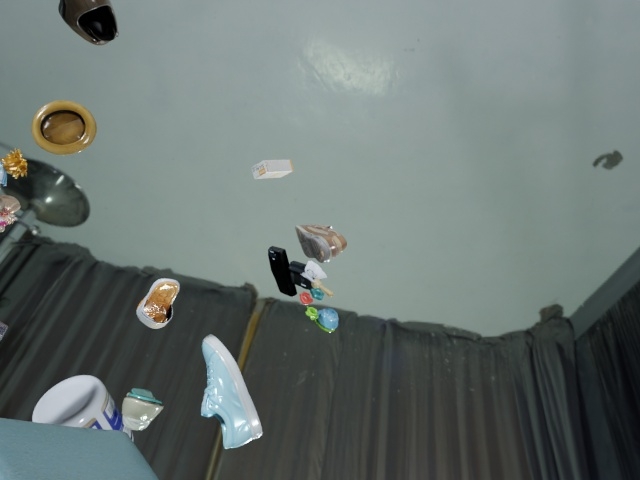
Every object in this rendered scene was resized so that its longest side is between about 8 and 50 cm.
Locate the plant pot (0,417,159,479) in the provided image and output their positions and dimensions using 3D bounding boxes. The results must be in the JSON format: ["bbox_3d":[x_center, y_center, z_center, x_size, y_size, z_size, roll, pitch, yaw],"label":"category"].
[{"bbox_3d":[-0.291,0.371,0.518,0.252,0.247,0.248,22,168,34],"label":"plant pot"}]

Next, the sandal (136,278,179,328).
[{"bbox_3d":[-0.498,0.210,1.483,0.102,0.076,0.265,11,138,-24],"label":"sandal"}]

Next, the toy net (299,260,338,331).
[{"bbox_3d":[-0.021,0.147,1.362,0.122,0.232,0.045,14,125,-30],"label":"toy net"}]

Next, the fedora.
[{"bbox_3d":[-0.840,-0.364,1.610,0.194,0.194,0.079,23,168,-14],"label":"fedora"}]

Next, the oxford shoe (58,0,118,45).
[{"bbox_3d":[-0.384,-0.367,0.820,0.083,0.227,0.096,-28,98,-12],"label":"oxford shoe"}]

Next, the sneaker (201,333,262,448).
[{"bbox_3d":[-0.323,0.480,1.553,0.150,0.366,0.135,-20,159,-29],"label":"sneaker"}]

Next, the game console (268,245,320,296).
[{"bbox_3d":[-0.106,0.147,2.035,0.361,0.044,0.213,14,123,54],"label":"game console"}]

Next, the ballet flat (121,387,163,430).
[{"bbox_3d":[-0.396,0.376,1.072,0.086,0.086,0.248,22,161,-13],"label":"ballet flat"}]

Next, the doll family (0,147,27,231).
[{"bbox_3d":[-0.620,-0.139,0.855,0.263,0.163,0.118,48,128,15],"label":"doll family"}]

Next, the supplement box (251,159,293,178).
[{"bbox_3d":[-0.134,-0.200,1.368,0.098,0.036,0.062,-11,175,-44],"label":"supplement box"}]

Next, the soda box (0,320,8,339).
[{"bbox_3d":[-0.668,0.128,0.787,0.083,0.092,0.263,10,159,40],"label":"soda box"}]

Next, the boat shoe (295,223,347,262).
[{"bbox_3d":[0.000,0.000,1.792,0.116,0.324,0.123,-22,113,-16],"label":"boat shoe"}]

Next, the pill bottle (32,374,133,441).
[{"bbox_3d":[-0.526,0.451,1.122,0.153,0.153,0.264,-2,124,12],"label":"pill bottle"}]
